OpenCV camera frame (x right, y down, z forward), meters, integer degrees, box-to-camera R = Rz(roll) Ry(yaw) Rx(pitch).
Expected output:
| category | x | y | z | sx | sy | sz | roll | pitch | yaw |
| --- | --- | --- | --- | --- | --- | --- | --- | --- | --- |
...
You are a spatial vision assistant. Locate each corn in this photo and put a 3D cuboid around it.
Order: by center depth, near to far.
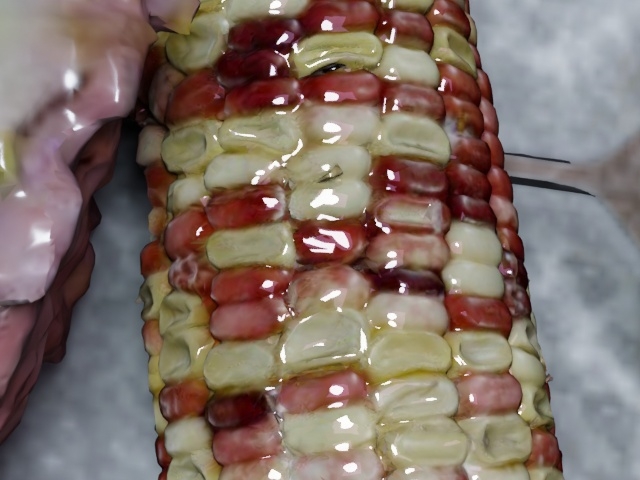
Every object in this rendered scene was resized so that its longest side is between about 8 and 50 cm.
| category | x | y | z | sx | sy | sz | roll | pitch | yaw |
| --- | --- | --- | --- | --- | --- | --- | --- | --- | --- |
| corn | 0.000 | 0.000 | 0.453 | 0.098 | 0.098 | 0.289 | -8 | 77 | -10 |

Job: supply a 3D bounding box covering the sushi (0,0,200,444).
| category | x | y | z | sx | sy | sz | roll | pitch | yaw |
| --- | --- | --- | --- | --- | --- | --- | --- | --- | --- |
| sushi | -0.167 | -0.040 | 0.399 | 0.270 | 0.171 | 0.236 | 7 | 77 | -9 |
